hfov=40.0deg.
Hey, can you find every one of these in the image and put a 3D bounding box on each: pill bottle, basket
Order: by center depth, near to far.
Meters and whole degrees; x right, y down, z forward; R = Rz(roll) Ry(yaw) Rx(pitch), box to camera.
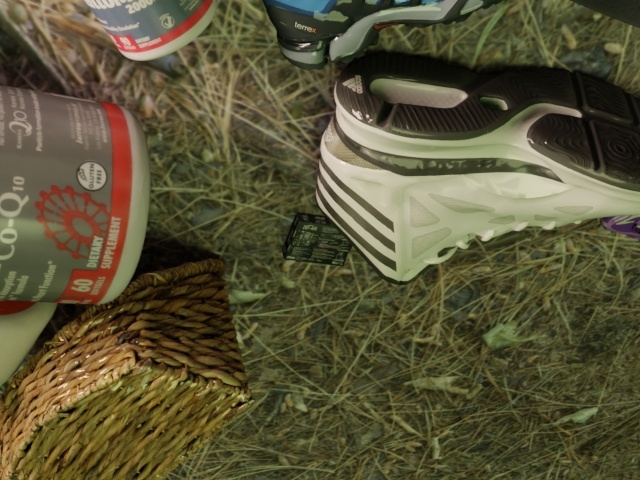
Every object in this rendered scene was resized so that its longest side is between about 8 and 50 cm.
[{"bbox_3d":[-0.177,-0.260,0.777,0.108,0.108,0.180,-24,133,9],"label":"pill bottle"},{"bbox_3d":[-0.363,-0.051,0.828,0.363,0.210,0.210,5,132,-29],"label":"pill bottle"},{"bbox_3d":[-0.259,0.157,1.057,0.213,0.223,0.299,23,125,-38],"label":"basket"}]

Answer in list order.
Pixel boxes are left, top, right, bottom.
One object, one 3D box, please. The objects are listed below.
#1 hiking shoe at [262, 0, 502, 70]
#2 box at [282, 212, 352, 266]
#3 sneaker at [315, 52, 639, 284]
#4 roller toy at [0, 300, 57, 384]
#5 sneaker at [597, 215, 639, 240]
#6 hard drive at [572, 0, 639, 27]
[{"bbox_3d":[0.080,-0.270,0.823,0.304,0.113,0.132,-24,134,10],"label":"hiking shoe"},{"bbox_3d":[0.000,0.000,1.124,0.083,0.018,0.067,7,130,-19],"label":"box"},{"bbox_3d":[0.207,-0.063,1.044,0.448,0.169,0.257,9,139,-10],"label":"sneaker"},{"bbox_3d":[-0.399,0.060,0.971,0.209,0.191,0.146,45,120,7],"label":"roller toy"},{"bbox_3d":[0.454,-0.010,1.163,0.170,0.071,0.068,15,143,0],"label":"sneaker"},{"bbox_3d":[0.354,-0.272,0.845,0.255,0.054,0.172,19,153,-1],"label":"hard drive"}]
